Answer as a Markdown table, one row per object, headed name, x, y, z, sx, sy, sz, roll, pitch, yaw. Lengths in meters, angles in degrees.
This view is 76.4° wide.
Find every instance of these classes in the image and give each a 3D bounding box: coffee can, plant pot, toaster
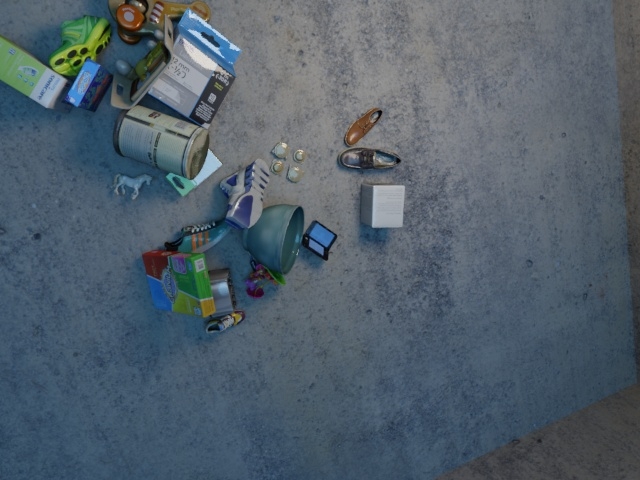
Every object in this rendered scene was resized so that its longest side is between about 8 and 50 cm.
| name | x | y | z | sx | sy | sz | roll | pitch | yaw |
| --- | --- | --- | --- | --- | --- | --- | --- | --- | --- |
| coffee can | -0.581 | -0.363 | 1.502 | 0.275 | 0.201 | 0.202 | 20 | 96 | 0 |
| plant pot | -0.203 | -0.022 | 1.689 | 0.196 | 0.293 | 0.294 | 13 | 99 | 10 |
| toaster | -0.426 | 0.219 | 1.710 | 0.110 | 0.186 | 0.168 | -11 | 103 | -3 |

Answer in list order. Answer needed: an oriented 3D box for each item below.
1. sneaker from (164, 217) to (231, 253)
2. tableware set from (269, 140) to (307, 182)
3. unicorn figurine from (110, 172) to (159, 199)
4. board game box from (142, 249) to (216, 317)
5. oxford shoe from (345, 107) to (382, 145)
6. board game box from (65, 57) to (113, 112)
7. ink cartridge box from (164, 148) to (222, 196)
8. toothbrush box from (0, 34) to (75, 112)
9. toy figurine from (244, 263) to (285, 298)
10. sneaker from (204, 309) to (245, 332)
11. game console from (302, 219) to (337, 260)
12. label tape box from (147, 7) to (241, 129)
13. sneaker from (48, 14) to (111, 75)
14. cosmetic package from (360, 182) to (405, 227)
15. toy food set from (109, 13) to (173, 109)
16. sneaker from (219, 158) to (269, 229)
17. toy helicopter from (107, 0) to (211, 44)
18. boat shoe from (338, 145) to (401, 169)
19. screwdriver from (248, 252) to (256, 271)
| name | x | y | z | sx | sy | sz | roll | pitch | yaw |
| --- | --- | --- | --- | --- | --- | --- | --- | --- | --- |
| sneaker | -0.504 | -0.021 | 1.680 | 0.302 | 0.108 | 0.121 | -35 | 112 | -4 |
| tableware set | -0.138 | -0.338 | 1.754 | 0.168 | 0.020 | 0.141 | 18 | 99 | -18 |
| unicorn figurine | -0.738 | -0.221 | 1.603 | 0.161 | 0.060 | 0.111 | 17 | 98 | -17 |
| board game box | -0.566 | 0.166 | 1.617 | 0.064 | 0.316 | 0.243 | -26 | 112 | -52 |
| oxford shoe | 0.189 | -0.500 | 1.776 | 0.076 | 0.076 | 0.212 | 41 | 91 | -20 |
| board game box | -0.810 | -0.543 | 1.438 | 0.047 | 0.210 | 0.160 | 30 | 94 | -19 |
| ink cartridge box | -0.511 | -0.284 | 1.647 | 0.209 | 0.062 | 0.109 | -41 | 108 | -3 |
| toothbrush box | -1.003 | -0.574 | 1.384 | 0.283 | 0.206 | 0.122 | 34 | 92 | -18 |
| toy figurine | -0.268 | 0.180 | 1.781 | 0.159 | 0.130 | 0.173 | -40 | 117 | 6 |
| sneaker | -0.419 | 0.366 | 1.796 | 0.185 | 0.084 | 0.070 | -20 | 106 | -9 |
| game console | 0.000 | 0.000 | 1.829 | 0.143 | 0.124 | 0.085 | 34 | 118 | -18 |
| label tape box | -0.462 | -0.636 | 1.522 | 0.249 | 0.115 | 0.348 | 28 | 95 | -39 |
| sneaker | -0.849 | -0.681 | 1.415 | 0.123 | 0.109 | 0.296 | 20 | 56 | -2 |
| cosmetic package | 0.276 | -0.161 | 1.829 | 0.151 | 0.151 | 0.184 | -2 | 103 | -14 |
| toy food set | -0.621 | -0.621 | 1.407 | 0.306 | 0.220 | 0.092 | -36 | 138 | 22 |
| sneaker | -0.326 | -0.177 | 1.643 | 0.127 | 0.182 | 0.316 | 45 | 47 | -41 |
| toy helicopter | -0.586 | -0.862 | 1.493 | 0.354 | 0.140 | 0.235 | -10 | 95 | -23 |
| boat shoe | 0.224 | -0.364 | 1.803 | 0.284 | 0.092 | 0.103 | 0 | 101 | -15 |
| screwdriver | -0.311 | 0.059 | 1.793 | 0.025 | 0.024 | 0.170 | -10 | 104 | 18 |
